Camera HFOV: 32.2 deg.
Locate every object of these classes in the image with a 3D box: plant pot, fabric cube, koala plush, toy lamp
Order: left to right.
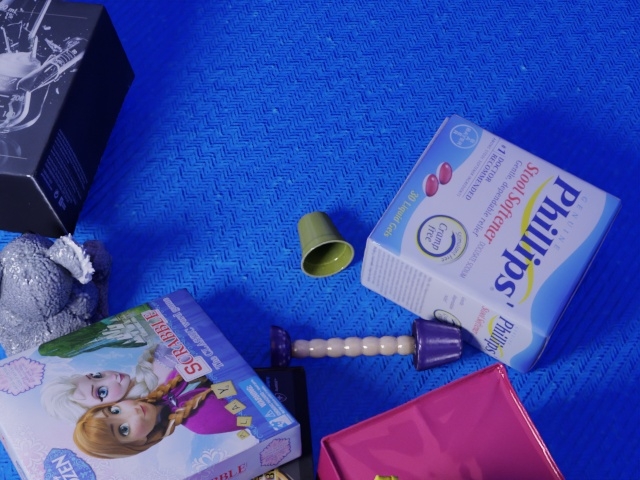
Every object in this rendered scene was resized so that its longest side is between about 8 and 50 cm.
[{"bbox_3d":[-0.384,0.068,1.530,0.196,0.221,0.203,-10,63,-9],"label":"koala plush"},{"bbox_3d":[0.000,0.000,1.675,0.083,0.083,0.079,-13,51,-10],"label":"plant pot"},{"bbox_3d":[0.065,0.152,1.594,0.275,0.080,0.080,0,62,-2],"label":"toy lamp"},{"bbox_3d":[0.156,0.347,1.393,0.259,0.258,0.254,-20,65,-13],"label":"fabric cube"}]

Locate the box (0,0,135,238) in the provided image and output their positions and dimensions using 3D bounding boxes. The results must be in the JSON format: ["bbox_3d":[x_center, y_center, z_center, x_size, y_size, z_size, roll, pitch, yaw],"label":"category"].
[{"bbox_3d":[-0.501,-0.196,1.657,0.343,0.179,0.312,8,61,12],"label":"box"}]

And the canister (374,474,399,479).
[{"bbox_3d":[0.136,0.308,1.198,0.170,0.126,0.073,8,62,-2],"label":"canister"}]

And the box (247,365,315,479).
[{"bbox_3d":[-0.157,0.290,1.450,0.293,0.073,0.295,0,37,-4],"label":"box"}]

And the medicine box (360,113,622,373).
[{"bbox_3d":[0.250,0.003,1.641,0.289,0.149,0.263,28,64,12],"label":"medicine box"}]

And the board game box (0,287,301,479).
[{"bbox_3d":[-0.241,0.222,1.424,0.318,0.065,0.319,-22,42,-25],"label":"board game box"}]
